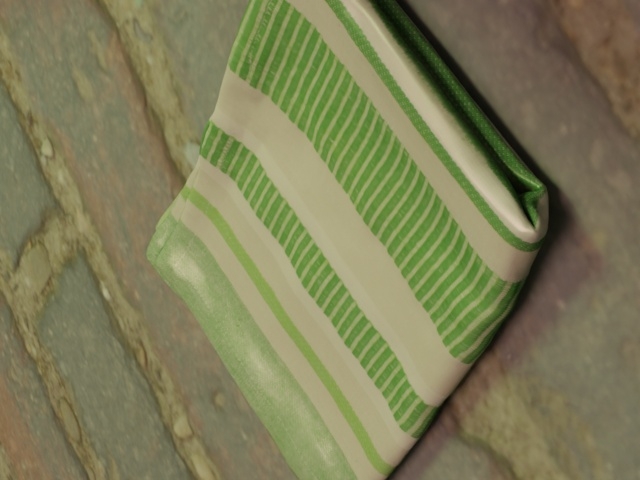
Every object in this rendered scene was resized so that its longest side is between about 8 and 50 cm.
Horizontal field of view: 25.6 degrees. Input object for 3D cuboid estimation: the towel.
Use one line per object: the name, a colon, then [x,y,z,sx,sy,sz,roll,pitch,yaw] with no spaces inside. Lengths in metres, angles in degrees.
towel: [0.000,0.000,0.842,0.248,0.038,0.325,54,142,21]
